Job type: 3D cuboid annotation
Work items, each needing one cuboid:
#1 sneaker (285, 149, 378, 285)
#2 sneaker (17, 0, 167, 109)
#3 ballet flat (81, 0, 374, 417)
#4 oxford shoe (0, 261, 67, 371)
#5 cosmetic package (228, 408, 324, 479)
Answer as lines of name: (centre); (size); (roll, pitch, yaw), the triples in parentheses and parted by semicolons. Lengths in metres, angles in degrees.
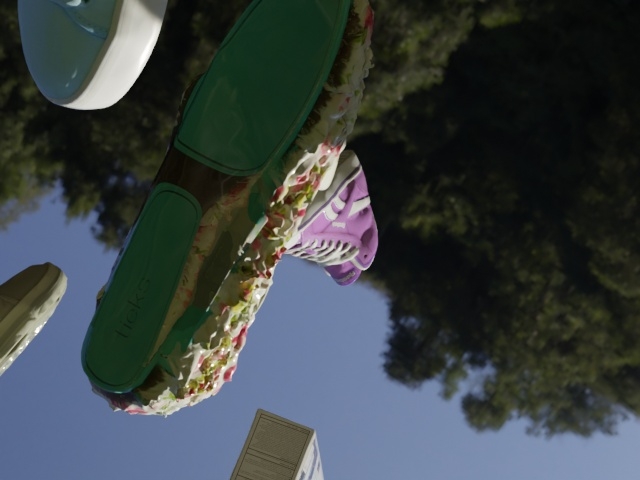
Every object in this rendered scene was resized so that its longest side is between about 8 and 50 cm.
sneaker: (0.001, 0.000, 1.495); (0.282, 0.102, 0.161); (-38, -65, -53)
sneaker: (-0.172, -0.248, 0.694); (0.150, 0.365, 0.135); (-12, -146, -38)
ballet flat: (-0.038, -0.022, 0.571); (0.091, 0.241, 0.077); (35, -172, 34)
oxford shoe: (-0.382, 0.119, 1.135); (0.130, 0.169, 0.449); (39, -152, -3)
cosmetic package: (-0.040, 0.242, 1.099); (0.060, 0.239, 0.099); (20, -110, 11)
